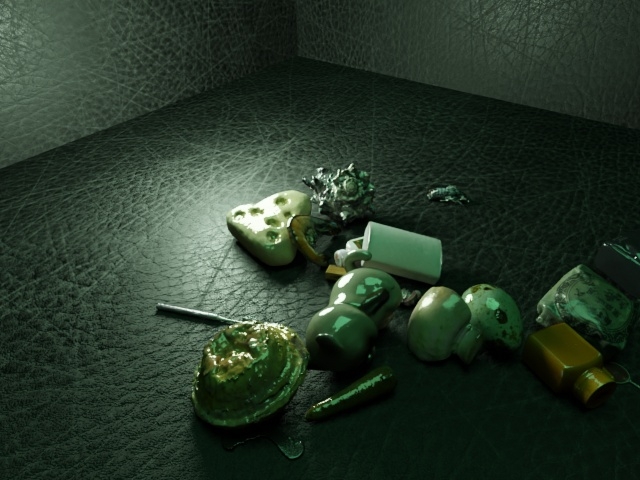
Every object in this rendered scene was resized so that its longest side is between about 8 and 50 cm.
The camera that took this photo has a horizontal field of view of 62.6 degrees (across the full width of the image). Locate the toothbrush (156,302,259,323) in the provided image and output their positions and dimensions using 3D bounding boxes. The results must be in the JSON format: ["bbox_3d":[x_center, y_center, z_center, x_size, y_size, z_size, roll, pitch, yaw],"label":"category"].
[{"bbox_3d":[-0.361,0.234,1.678,0.353,0.029,0.024,9,23,12],"label":"toothbrush"}]

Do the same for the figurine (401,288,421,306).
[{"bbox_3d":[0.264,0.181,1.745,0.129,0.054,0.072,11,21,27],"label":"figurine"}]

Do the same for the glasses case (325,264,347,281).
[{"bbox_3d":[0.105,0.125,1.828,0.169,0.041,0.065,8,24,12],"label":"glasses case"}]

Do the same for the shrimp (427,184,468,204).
[{"bbox_3d":[0.550,-0.194,2.259,0.174,0.076,0.082,4,57,5],"label":"shrimp"}]

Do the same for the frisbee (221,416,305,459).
[{"bbox_3d":[-0.130,0.474,1.356,0.210,0.012,0.187,8,35,11],"label":"frisbee"}]

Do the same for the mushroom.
[{"bbox_3d":[0.338,0.249,1.526,0.162,0.173,0.236,-31,40,-27],"label":"mushroom"}]

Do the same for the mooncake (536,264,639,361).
[{"bbox_3d":[0.821,0.208,1.595,0.254,0.136,0.250,37,58,26],"label":"mooncake"}]

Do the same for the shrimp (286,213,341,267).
[{"bbox_3d":[0.000,0.000,1.945,0.290,0.054,0.222,-3,59,-49],"label":"shrimp"}]

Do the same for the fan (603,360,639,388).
[{"bbox_3d":[0.856,0.388,1.490,0.085,0.005,0.133,-25,42,-32],"label":"fan"}]

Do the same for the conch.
[{"bbox_3d":[0.083,-0.196,2.115,0.312,0.241,0.186,17,15,21],"label":"conch"}]

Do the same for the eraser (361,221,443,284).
[{"bbox_3d":[0.284,0.043,1.834,0.270,0.095,0.174,15,51,-7],"label":"eraser"}]

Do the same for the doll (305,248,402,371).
[{"bbox_3d":[0.101,0.226,1.534,0.226,0.215,0.370,33,49,-3],"label":"doll"}]

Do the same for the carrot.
[{"bbox_3d":[0.072,0.420,1.396,0.298,0.078,0.078,-21,40,-18],"label":"carrot"}]

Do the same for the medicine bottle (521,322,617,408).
[{"bbox_3d":[0.689,0.346,1.454,0.149,0.112,0.222,-13,37,-19],"label":"medicine bottle"}]

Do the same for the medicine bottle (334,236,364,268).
[{"bbox_3d":[0.159,0.042,1.911,0.219,0.078,0.115,-15,49,-21],"label":"medicine bottle"}]

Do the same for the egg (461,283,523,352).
[{"bbox_3d":[0.511,0.233,1.568,0.169,0.169,0.231,-13,47,-18],"label":"egg"}]

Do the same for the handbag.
[{"bbox_3d":[1.148,0.071,1.791,0.301,0.178,0.275,-16,38,-21],"label":"handbag"}]

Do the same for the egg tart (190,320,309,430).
[{"bbox_3d":[-0.201,0.327,1.396,0.351,0.150,0.352,-17,33,11],"label":"egg tart"}]

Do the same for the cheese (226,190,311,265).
[{"bbox_3d":[-0.144,-0.043,1.992,0.350,0.130,0.328,-18,42,-23],"label":"cheese"}]
